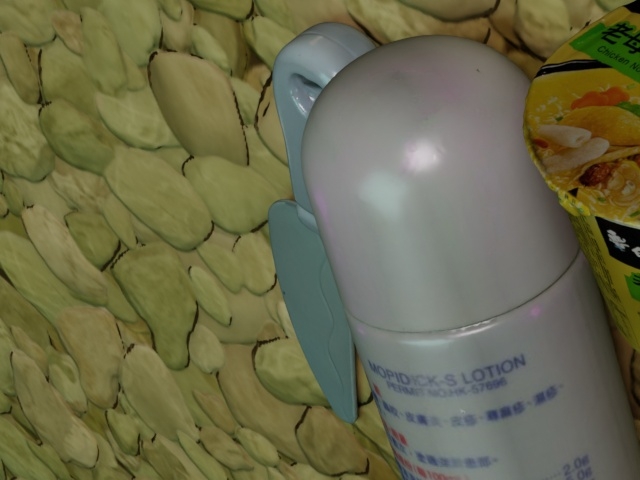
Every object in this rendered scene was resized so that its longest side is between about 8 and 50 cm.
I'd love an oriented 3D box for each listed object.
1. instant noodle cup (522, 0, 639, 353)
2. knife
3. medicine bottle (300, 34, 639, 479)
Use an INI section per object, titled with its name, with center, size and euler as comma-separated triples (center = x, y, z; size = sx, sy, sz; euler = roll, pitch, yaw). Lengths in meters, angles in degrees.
[instant noodle cup]
center = 0.171, -0.020, 0.785
size = 0.151, 0.151, 0.122
euler = 21, 147, 38
[knife]
center = -0.002, -0.001, 1.103
size = 0.080, 0.044, 0.331
euler = 34, 147, 23
[medicine bottle]
center = 0.085, 0.054, 0.962
size = 0.130, 0.130, 0.341
euler = 12, 132, 44
